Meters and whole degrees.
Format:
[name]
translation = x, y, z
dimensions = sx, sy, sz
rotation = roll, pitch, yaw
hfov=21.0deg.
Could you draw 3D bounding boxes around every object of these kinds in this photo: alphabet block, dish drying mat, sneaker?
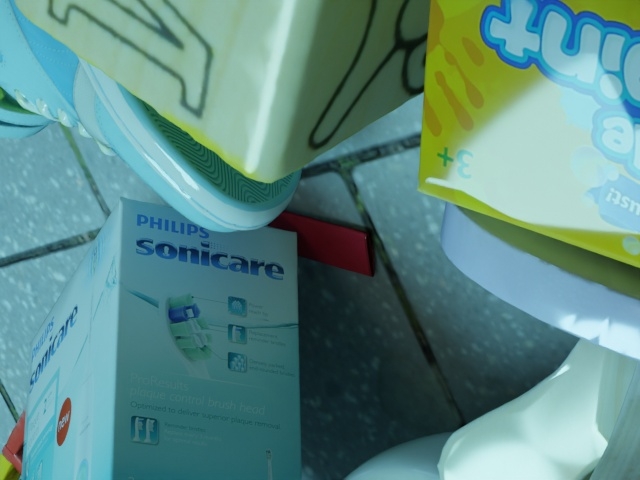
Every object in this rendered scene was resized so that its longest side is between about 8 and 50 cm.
[alphabet block]
translation = -0.019, -0.181, 0.864
dimensions = 0.193, 0.192, 0.197
rotation = 37, 135, 23
[dish drying mat]
translation = 0.000, 0.000, 1.102
dimensions = 0.083, 0.008, 0.032
rotation = 15, 125, 37
[sneaker]
translation = -0.146, -0.099, 1.095
dimensions = 0.319, 0.127, 0.208
rotation = 55, 139, 16

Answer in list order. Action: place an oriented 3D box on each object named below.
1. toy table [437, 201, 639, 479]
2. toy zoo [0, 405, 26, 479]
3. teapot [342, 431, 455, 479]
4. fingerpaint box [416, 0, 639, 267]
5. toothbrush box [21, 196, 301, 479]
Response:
[toy table]
translation = 0.172, 0.081, 0.792
dimensions = 0.274, 0.252, 0.161
rotation = 26, 115, 44
[toy zoo]
translation = -0.190, 0.231, 1.423
dimensions = 0.192, 0.030, 0.293
rotation = 47, 138, 11
[teapot]
translation = 0.118, 0.224, 0.999
dimensions = 0.256, 0.187, 0.253
rotation = 17, 106, 46
[fingerpaint box]
translation = 0.261, -0.141, 0.603
dimensions = 0.444, 0.163, 0.371
rotation = 22, 124, 32
[toothbrush box]
translation = -0.106, 0.156, 1.092
dimensions = 0.216, 0.126, 0.296
rotation = 131, 145, -52
